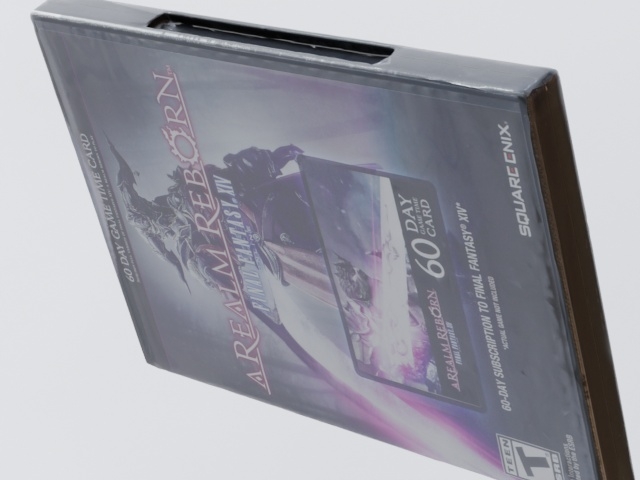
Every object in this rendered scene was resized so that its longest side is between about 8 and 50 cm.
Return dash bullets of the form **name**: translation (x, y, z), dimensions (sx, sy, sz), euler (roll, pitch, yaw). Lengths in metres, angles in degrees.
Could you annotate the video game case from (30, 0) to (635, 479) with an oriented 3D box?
- **video game case**: translation (0.000, 0.000, 0.834), dimensions (0.026, 0.274, 0.196), euler (-40, -52, -36)
